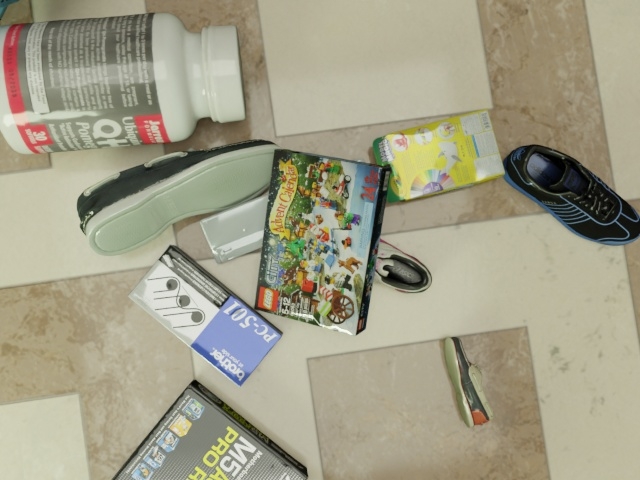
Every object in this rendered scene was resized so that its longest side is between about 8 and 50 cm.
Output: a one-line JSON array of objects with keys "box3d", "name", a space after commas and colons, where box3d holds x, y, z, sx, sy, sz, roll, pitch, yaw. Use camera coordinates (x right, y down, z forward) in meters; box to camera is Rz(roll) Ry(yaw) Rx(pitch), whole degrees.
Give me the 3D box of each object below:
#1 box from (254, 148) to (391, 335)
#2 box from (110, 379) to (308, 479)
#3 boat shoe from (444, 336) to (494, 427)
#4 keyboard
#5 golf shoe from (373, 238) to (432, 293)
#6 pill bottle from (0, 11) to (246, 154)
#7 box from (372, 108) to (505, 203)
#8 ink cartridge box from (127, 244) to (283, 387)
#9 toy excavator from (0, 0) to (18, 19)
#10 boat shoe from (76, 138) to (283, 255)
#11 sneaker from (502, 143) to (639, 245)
[{"box3d": [0.000, 0.000, 1.024, 0.159, 0.044, 0.233, 12, 101, 21], "name": "box"}, {"box3d": [-0.183, 0.369, 1.043, 0.216, 0.060, 0.270, 39, 86, 0], "name": "box"}, {"box3d": [0.216, 0.203, 1.076, 0.043, 0.049, 0.137, -16, 90, -7], "name": "boat shoe"}, {"box3d": [-0.044, -0.043, 1.078, 0.256, 0.014, 0.072, -22, 105, -7], "name": "keyboard"}, {"box3d": [0.073, 0.024, 1.061, 0.186, 0.086, 0.067, 19, 87, 0], "name": "golf shoe"}, {"box3d": [-0.267, -0.217, 1.012, 0.319, 0.176, 0.176, -6, 87, -2], "name": "pill bottle"}, {"box3d": [0.171, -0.121, 1.095, 0.179, 0.043, 0.105, -14, 88, -6], "name": "box"}, {"box3d": [-0.164, 0.107, 1.065, 0.207, 0.046, 0.097, 40, 87, 0], "name": "ink cartridge box"}, {"box3d": [-0.514, -0.273, 0.918, 0.222, 0.433, 0.445, 25, 106, -19], "name": "toy excavator"}, {"box3d": [-0.197, -0.084, 1.044, 0.302, 0.114, 0.091, -22, 54, -17], "name": "boat shoe"}, {"box3d": [0.375, -0.064, 1.076, 0.232, 0.090, 0.081, 28, 86, 0], "name": "sneaker"}]
